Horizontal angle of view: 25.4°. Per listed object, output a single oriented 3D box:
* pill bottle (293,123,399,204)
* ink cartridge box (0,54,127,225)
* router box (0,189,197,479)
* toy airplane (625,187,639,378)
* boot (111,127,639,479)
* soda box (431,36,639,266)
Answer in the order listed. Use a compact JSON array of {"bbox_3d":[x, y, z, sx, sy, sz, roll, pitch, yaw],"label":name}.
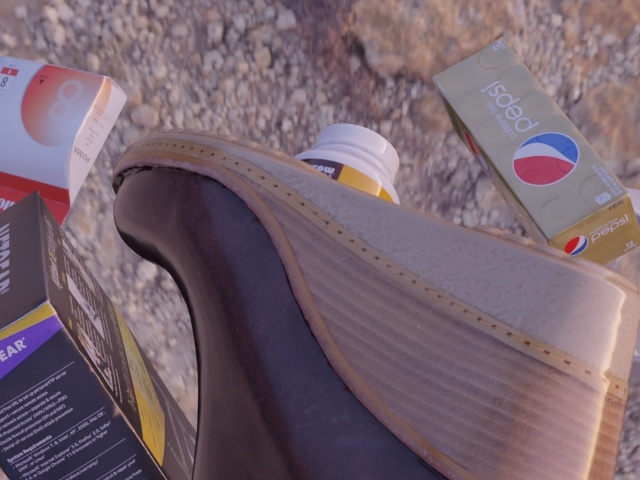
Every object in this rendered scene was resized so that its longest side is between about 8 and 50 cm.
[{"bbox_3d":[0.000,0.000,1.295,0.117,0.117,0.215,19,59,6],"label":"pill bottle"},{"bbox_3d":[-0.277,-0.079,1.305,0.145,0.045,0.179,15,70,34],"label":"ink cartridge box"},{"bbox_3d":[-0.157,0.115,0.966,0.081,0.309,0.243,-31,108,-3],"label":"router box"},{"bbox_3d":[0.349,0.109,1.136,0.386,0.384,0.272,21,107,27],"label":"toy airplane"},{"bbox_3d":[-0.027,0.079,0.453,0.248,0.090,0.207,20,85,49],"label":"boot"},{"bbox_3d":[0.145,-0.058,0.971,0.061,0.058,0.181,-30,49,1],"label":"soda box"}]
